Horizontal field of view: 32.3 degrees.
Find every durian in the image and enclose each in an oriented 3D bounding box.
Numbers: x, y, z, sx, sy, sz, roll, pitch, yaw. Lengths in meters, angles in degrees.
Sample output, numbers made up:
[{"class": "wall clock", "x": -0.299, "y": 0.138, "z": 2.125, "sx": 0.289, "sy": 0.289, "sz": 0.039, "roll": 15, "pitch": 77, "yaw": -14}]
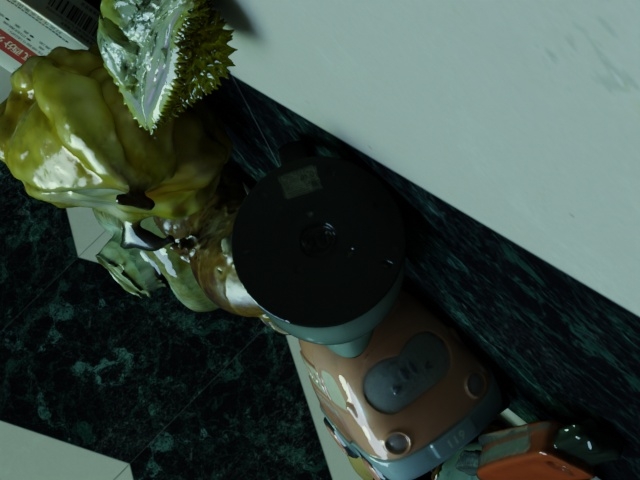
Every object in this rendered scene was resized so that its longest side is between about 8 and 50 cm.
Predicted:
[{"class": "durian", "x": -0.128, "y": -0.194, "z": 0.969, "sx": 0.146, "sy": 0.102, "sz": 0.208, "roll": 62, "pitch": 147, "yaw": 3}]

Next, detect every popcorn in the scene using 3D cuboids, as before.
[{"class": "popcorn", "x": -0.244, "y": -0.139, "z": 1.361, "sx": 0.297, "sy": 0.281, "sz": 0.316, "roll": 8, "pitch": 161, "yaw": -32}]

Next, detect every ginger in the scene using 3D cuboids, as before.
[{"class": "ginger", "x": -0.142, "y": -0.011, "z": 1.668, "sx": 0.254, "sy": 0.176, "sz": 0.418, "roll": 42, "pitch": 180, "yaw": -23}]

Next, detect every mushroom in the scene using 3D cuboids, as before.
[{"class": "mushroom", "x": -0.296, "y": -0.009, "z": 2.160, "sx": 0.352, "sy": 0.260, "sz": 0.352, "roll": 41, "pitch": 166, "yaw": 12}]

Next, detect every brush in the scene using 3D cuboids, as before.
[{"class": "brush", "x": 0.225, "y": 0.240, "z": 1.215, "sx": 0.070, "sy": 0.051, "sz": 0.323, "roll": 21, "pitch": 160, "yaw": -11}]

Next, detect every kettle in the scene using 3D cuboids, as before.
[{"class": "kettle", "x": 0.000, "y": 0.000, "z": 1.126, "sx": 0.236, "sy": 0.161, "sz": 0.221, "roll": 66, "pitch": -175, "yaw": -76}]

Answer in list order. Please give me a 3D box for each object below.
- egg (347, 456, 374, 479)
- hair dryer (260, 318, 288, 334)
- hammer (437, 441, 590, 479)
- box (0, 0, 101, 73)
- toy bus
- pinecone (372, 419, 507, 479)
[{"class": "egg", "x": 0.134, "y": 0.319, "z": 1.864, "sx": 0.201, "sy": 0.201, "sz": 0.244, "roll": 39, "pitch": 158, "yaw": 37}, {"class": "hair dryer", "x": -0.153, "y": 0.042, "z": 2.380, "sx": 0.344, "sy": 0.106, "sz": 0.189, "roll": 57, "pitch": 171, "yaw": -16}, {"class": "hammer", "x": 0.322, "y": 0.360, "z": 1.424, "sx": 0.335, "sy": 0.119, "sz": 0.206, "roll": 32, "pitch": 156, "yaw": -24}, {"class": "box", "x": -0.441, "y": -0.323, "z": 1.474, "sx": 0.353, "sy": 0.069, "sz": 0.214, "roll": 36, "pitch": 154, "yaw": -23}, {"class": "toy bus", "x": 0.083, "y": 0.156, "z": 1.384, "sx": 0.232, "sy": 0.194, "sz": 0.287, "roll": 60, "pitch": 169, "yaw": -16}, {"class": "pinecone", "x": 0.192, "y": 0.339, "z": 1.614, "sx": 0.224, "sy": 0.224, "sz": 0.272, "roll": 47, "pitch": 160, "yaw": -11}]
